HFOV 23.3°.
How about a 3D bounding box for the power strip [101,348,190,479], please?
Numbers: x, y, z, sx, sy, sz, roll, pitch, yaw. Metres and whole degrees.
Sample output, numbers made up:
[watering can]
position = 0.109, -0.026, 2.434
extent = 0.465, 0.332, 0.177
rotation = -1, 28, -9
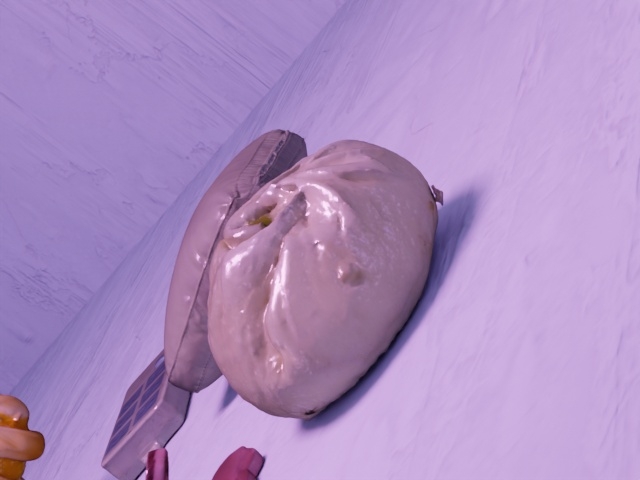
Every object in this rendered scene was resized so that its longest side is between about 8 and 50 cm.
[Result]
[power strip]
position = -0.207, 0.204, 1.936
extent = 0.118, 0.046, 0.270
rotation = -50, 10, 14

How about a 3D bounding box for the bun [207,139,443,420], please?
[bun]
position = -0.012, 0.025, 1.366
extent = 0.259, 0.160, 0.259
rotation = -54, 9, 12

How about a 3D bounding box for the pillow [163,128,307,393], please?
[pillow]
position = -0.094, 0.013, 1.772
extent = 0.322, 0.120, 0.255
rotation = -73, 3, -72

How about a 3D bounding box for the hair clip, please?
[hair clip]
position = -0.108, 0.256, 1.374
extent = 0.123, 0.102, 0.138
rotation = -92, 8, -77

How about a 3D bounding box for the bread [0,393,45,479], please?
[bread]
position = -0.436, 0.328, 1.848
extent = 0.311, 0.121, 0.173
rotation = -57, 13, -10
